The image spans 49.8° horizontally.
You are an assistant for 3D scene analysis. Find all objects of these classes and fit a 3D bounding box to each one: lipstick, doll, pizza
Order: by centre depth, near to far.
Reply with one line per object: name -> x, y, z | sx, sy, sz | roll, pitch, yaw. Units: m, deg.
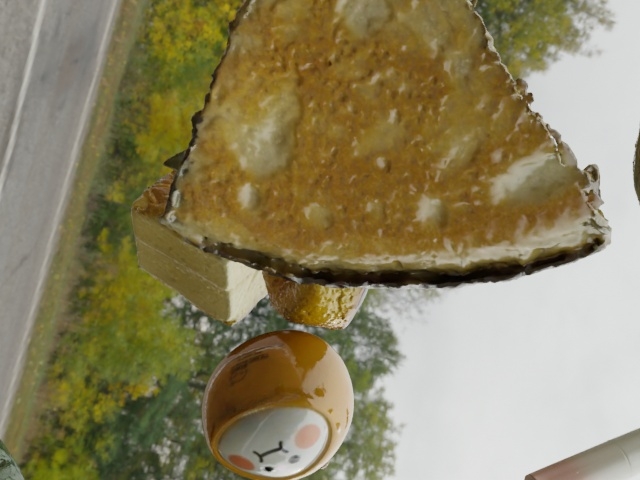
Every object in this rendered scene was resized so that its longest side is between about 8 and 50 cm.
pizza -> 0.023, -0.076, 0.675 | 0.391, 0.435, 0.080 | -31, -159, 24
doll -> -0.045, 0.244, 0.955 | 0.213, 0.213, 0.236 | -90, 157, -54
lipstick -> 0.600, 0.485, 1.475 | 0.087, 0.326, 0.087 | 163, -90, -77

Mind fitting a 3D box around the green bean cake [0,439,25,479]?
green bean cake -> -0.481, 0.396, 0.940 | 0.222, 0.124, 0.227 | -45, -114, 32

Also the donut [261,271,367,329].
donut -> -0.001, 0.002, 0.975 | 0.253, 0.118, 0.254 | -22, -115, 60

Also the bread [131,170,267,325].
bread -> -0.194, -0.024, 1.386 | 0.279, 0.279, 0.207 | -40, 149, -37

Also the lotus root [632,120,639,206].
lotus root -> 0.431, -0.131, 0.785 | 0.145, 0.128, 0.260 | -48, 140, -47
